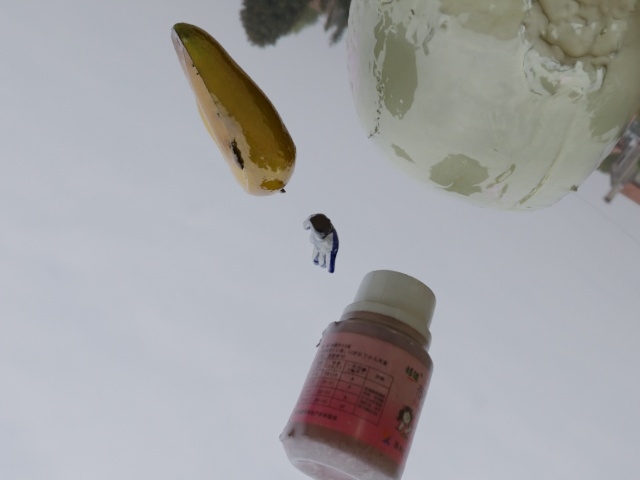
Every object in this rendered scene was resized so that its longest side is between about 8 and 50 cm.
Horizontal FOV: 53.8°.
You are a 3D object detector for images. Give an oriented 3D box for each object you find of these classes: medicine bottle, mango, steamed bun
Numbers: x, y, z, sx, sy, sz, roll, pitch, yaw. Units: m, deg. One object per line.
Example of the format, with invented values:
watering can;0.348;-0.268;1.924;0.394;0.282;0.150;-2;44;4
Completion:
medicine bottle;0.058;0.162;0.748;0.147;0.147;0.247;28;-119;-7
mango;-0.077;-0.113;0.571;0.188;0.066;0.101;58;173;-29
steamed bun;0.140;-0.190;0.622;0.232;0.312;0.334;2;-131;-9

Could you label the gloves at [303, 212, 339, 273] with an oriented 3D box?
gloves;0.000;0.000;0.745;0.026;0.086;0.064;-23;-127;-16
